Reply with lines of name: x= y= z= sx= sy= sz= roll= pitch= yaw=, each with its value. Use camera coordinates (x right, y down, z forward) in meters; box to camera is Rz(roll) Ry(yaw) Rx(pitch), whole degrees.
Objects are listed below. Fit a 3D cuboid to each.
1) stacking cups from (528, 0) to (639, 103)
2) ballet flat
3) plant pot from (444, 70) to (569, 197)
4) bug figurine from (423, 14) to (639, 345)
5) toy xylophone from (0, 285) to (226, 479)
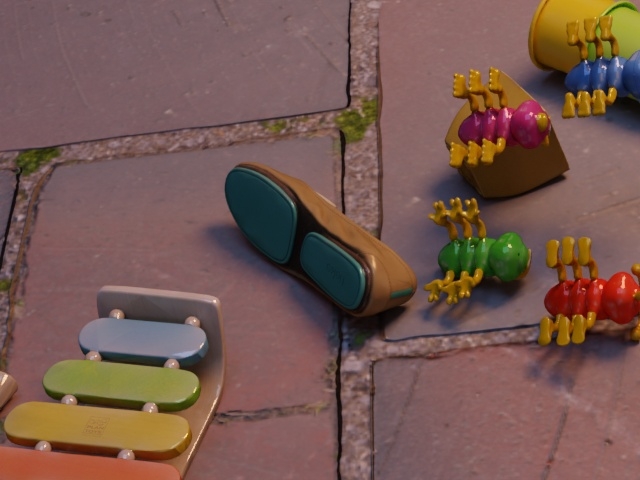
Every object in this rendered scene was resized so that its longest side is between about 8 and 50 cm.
stacking cups: x=0.338 y=-0.153 z=1.723 sx=0.096 sy=0.096 sz=0.316 roll=-38 pitch=45 yaw=-27
ballet flat: x=0.000 y=0.000 z=1.667 sx=0.073 sy=0.080 sz=0.232 roll=-5 pitch=33 yaw=-37
plant pot: x=0.163 y=-0.088 z=1.710 sx=0.083 sy=0.081 sz=0.081 roll=-34 pitch=43 yaw=-5
bug figurine: x=0.195 y=-0.044 z=1.586 sx=0.216 sy=0.072 sz=0.279 roll=1 pitch=78 yaw=36
toy xylophone: x=-0.203 y=0.169 z=1.497 sx=0.236 sy=0.081 sz=0.323 roll=-1 pitch=40 yaw=14
